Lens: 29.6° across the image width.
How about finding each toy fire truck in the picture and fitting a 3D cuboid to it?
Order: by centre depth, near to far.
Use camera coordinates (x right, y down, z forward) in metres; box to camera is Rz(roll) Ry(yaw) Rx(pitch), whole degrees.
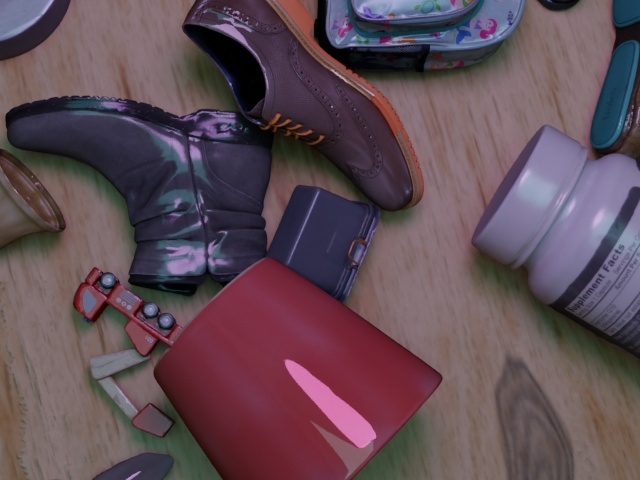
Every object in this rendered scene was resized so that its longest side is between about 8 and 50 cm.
[{"bbox_3d":[-0.234,0.137,1.471,0.192,0.047,0.135,35,81,1],"label":"toy fire truck"}]

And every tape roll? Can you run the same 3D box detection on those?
[{"bbox_3d":[-0.423,-0.339,1.514,0.219,0.072,0.219,1,82,-4],"label":"tape roll"}]

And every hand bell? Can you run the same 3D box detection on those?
[{"bbox_3d":[-0.442,0.010,1.461,0.242,0.126,0.126,-37,86,4],"label":"hand bell"}]

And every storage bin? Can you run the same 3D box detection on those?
[{"bbox_3d":[0.000,0.000,1.461,0.091,0.098,0.135,27,81,-33],"label":"storage bin"}]

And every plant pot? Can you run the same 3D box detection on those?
[{"bbox_3d":[-0.038,0.169,1.375,0.243,0.275,0.275,43,82,8],"label":"plant pot"}]

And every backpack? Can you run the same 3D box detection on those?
[{"bbox_3d":[0.128,-0.327,1.494,0.253,0.191,0.225,2,81,-8],"label":"backpack"}]

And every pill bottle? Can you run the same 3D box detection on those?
[{"bbox_3d":[0.377,0.024,1.443,0.361,0.204,0.204,32,82,2],"label":"pill bottle"}]

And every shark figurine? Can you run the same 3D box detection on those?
[{"bbox_3d":[-0.276,0.378,1.404,0.166,0.116,0.278,9,80,-1],"label":"shark figurine"}]

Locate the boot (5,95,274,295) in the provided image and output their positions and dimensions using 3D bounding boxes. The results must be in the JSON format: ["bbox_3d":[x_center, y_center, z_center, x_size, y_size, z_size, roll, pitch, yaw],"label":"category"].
[{"bbox_3d":[-0.219,-0.050,1.462,0.338,0.118,0.223,4,83,-4],"label":"boot"}]

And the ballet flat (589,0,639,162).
[{"bbox_3d":[0.434,-0.256,1.542,0.124,0.116,0.343,14,81,-22],"label":"ballet flat"}]

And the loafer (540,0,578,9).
[{"bbox_3d":[0.276,-0.432,1.560,0.096,0.084,0.268,-25,84,-6],"label":"loafer"}]

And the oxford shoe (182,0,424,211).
[{"bbox_3d":[-0.023,-0.156,1.452,0.364,0.130,0.133,47,57,-9],"label":"oxford shoe"}]
